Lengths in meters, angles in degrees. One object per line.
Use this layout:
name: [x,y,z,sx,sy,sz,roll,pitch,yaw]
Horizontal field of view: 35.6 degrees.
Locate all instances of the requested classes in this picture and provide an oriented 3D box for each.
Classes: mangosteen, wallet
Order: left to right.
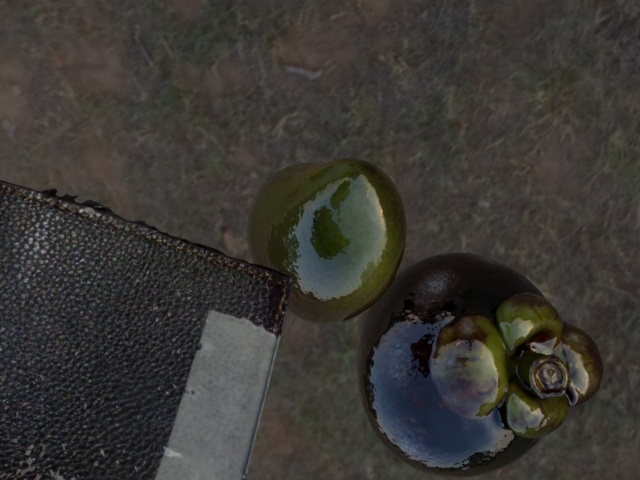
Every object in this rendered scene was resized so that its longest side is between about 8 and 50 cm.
wallet: [-0.164,0.080,0.626,0.262,0.221,0.071,15,144,-4]
mangosteen: [0.203,0.157,1.293,0.313,0.297,0.297,-12,112,20]

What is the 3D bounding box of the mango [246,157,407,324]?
mango: [0.000,0.000,0.798,0.267,0.111,0.133,125,126,-74]
